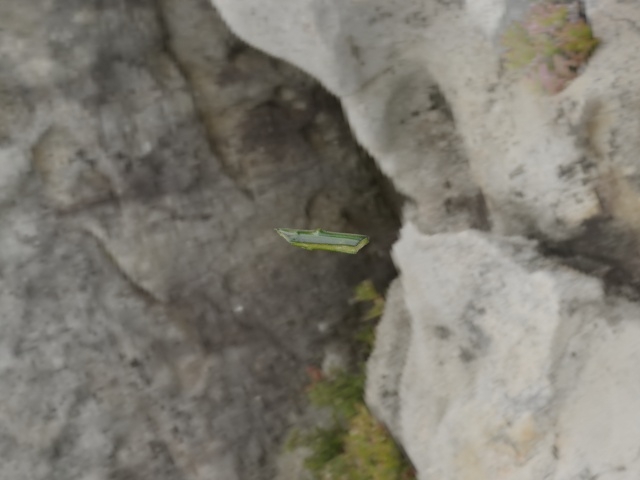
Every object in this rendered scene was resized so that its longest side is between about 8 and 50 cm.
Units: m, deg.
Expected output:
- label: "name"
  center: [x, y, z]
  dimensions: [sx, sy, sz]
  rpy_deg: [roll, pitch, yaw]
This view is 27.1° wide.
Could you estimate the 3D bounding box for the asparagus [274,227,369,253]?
- label: "asparagus"
  center: [0.000, -0.001, 1.486]
  dimensions: [0.108, 0.021, 0.025]
  rpy_deg: [6, 148, 7]
